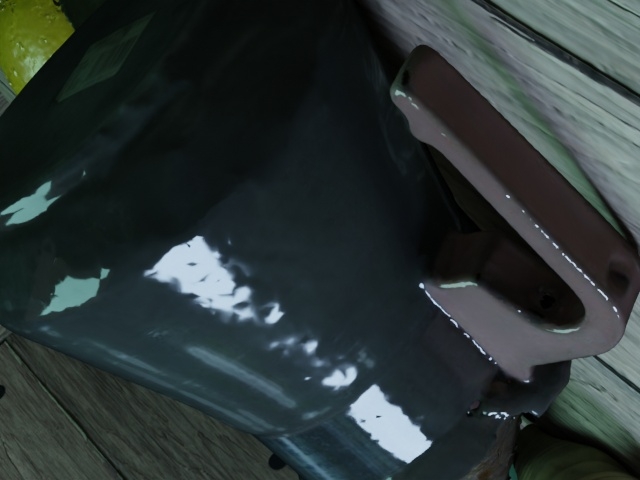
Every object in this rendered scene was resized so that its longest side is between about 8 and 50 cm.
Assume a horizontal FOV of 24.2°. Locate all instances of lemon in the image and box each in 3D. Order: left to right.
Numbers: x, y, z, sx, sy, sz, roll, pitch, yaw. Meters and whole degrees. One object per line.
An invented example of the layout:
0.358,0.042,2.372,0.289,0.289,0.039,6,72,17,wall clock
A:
-0.204,-0.183,1.319,0.206,0.173,0.173,67,165,-17,lemon

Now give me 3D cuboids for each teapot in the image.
0.000,0.000,0.955,0.362,0.305,0.376,43,145,-24,teapot

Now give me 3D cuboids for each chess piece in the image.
0.230,0.238,1.306,0.137,0.137,0.301,49,-177,-7,chess piece

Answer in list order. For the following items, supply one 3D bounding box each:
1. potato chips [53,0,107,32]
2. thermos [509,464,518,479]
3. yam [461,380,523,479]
-0.134,-0.188,1.105,0.228,0.059,0.167,-8,-89,-63,potato chips
0.159,0.198,1.510,0.187,0.073,0.083,49,-150,-17,thermos
0.118,0.173,1.334,0.131,0.131,0.279,43,154,27,yam
